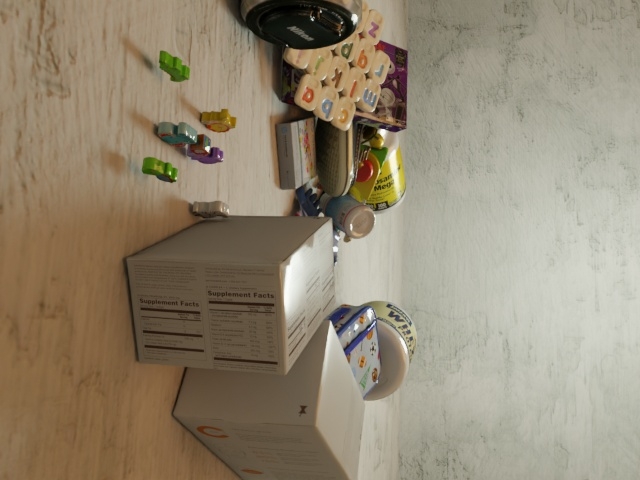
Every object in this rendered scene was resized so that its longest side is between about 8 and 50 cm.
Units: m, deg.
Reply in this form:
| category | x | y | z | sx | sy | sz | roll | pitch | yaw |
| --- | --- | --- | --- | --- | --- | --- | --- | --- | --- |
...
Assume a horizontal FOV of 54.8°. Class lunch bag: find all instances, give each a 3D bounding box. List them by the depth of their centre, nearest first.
| category | x | y | z | sx | sy | sz | roll | pitch | yaw |
| --- | --- | --- | --- | --- | --- | --- | --- | --- | --- |
| lunch bag | 0.044 | 0.296 | 1.514 | 0.303 | 0.115 | 0.242 | -34 | 124 | -54 |

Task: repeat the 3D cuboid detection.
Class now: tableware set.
| category | x | y | z | sx | sy | sz | roll | pitch | yaw |
| --- | --- | --- | --- | --- | --- | --- | --- | --- | --- |
| tableware set | 0.109 | -0.249 | 1.644 | 0.024 | 0.104 | 0.154 | 36 | 55 | -30 |

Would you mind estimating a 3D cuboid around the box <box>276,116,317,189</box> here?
| category | x | y | z | sx | sy | sz | roll | pitch | yaw |
| --- | --- | --- | --- | --- | --- | --- | --- | --- | --- |
| box | -0.051 | -0.202 | 1.409 | 0.186 | 0.038 | 0.145 | -47 | 135 | -70 |

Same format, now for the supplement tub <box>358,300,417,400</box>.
| category | x | y | z | sx | sy | sz | roll | pitch | yaw |
| --- | --- | --- | --- | --- | --- | --- | --- | --- | --- |
| supplement tub | 0.160 | 0.310 | 1.824 | 0.325 | 0.236 | 0.235 | -27 | 116 | -73 |

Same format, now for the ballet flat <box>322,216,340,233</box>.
| category | x | y | z | sx | sy | sz | roll | pitch | yaw |
| --- | --- | --- | --- | --- | --- | --- | --- | --- | --- |
| ballet flat | 0.000 | 0.000 | 1.582 | 0.213 | 0.072 | 0.068 | -59 | 173 | -62 |

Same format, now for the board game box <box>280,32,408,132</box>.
| category | x | y | z | sx | sy | sz | roll | pitch | yaw |
| --- | --- | --- | --- | --- | --- | --- | --- | --- | --- |
| board game box | 0.066 | -0.388 | 1.442 | 0.347 | 0.056 | 0.208 | 6 | 78 | -36 |

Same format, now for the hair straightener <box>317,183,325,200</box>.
| category | x | y | z | sx | sy | sz | roll | pitch | yaw |
| --- | --- | --- | --- | --- | --- | --- | --- | --- | --- |
| hair straightener | 0.032 | -0.146 | 1.734 | 0.230 | 0.047 | 0.088 | -68 | 158 | -65 |

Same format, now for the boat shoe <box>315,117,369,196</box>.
| category | x | y | z | sx | sy | sz | roll | pitch | yaw |
| --- | --- | --- | --- | --- | --- | --- | --- | --- | --- |
| boat shoe | 0.083 | -0.344 | 1.597 | 0.187 | 0.156 | 0.499 | 142 | -44 | -60 |

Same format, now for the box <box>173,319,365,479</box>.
| category | x | y | z | sx | sy | sz | roll | pitch | yaw |
| --- | --- | --- | --- | --- | --- | --- | --- | --- | --- |
| box | -0.062 | 0.282 | 1.027 | 0.345 | 0.215 | 0.168 | 71 | 24 | -52 |

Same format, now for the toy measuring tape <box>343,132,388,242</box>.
| category | x | y | z | sx | sy | sz | roll | pitch | yaw |
| --- | --- | --- | --- | --- | --- | --- | --- | --- | --- |
| toy measuring tape | 0.092 | -0.156 | 1.747 | 0.121 | 0.122 | 0.329 | -55 | 168 | -65 |

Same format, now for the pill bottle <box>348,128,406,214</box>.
| category | x | y | z | sx | sy | sz | roll | pitch | yaw |
| --- | --- | --- | --- | --- | --- | --- | --- | --- | --- |
| pill bottle | 0.156 | -0.249 | 1.900 | 0.333 | 0.188 | 0.187 | 70 | 24 | -51 |

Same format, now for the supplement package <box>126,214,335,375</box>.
| category | x | y | z | sx | sy | sz | roll | pitch | yaw |
| --- | --- | --- | --- | --- | --- | --- | --- | --- | --- |
| supplement package | -0.108 | 0.060 | 0.866 | 0.262 | 0.204 | 0.145 | -43 | 133 | -70 |

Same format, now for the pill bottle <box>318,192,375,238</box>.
| category | x | y | z | sx | sy | sz | roll | pitch | yaw |
| --- | --- | --- | --- | --- | --- | --- | --- | --- | --- |
| pill bottle | 0.062 | -0.070 | 1.565 | 0.160 | 0.087 | 0.087 | 38 | -37 | 51 |

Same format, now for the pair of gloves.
| category | x | y | z | sx | sy | sz | roll | pitch | yaw |
| --- | --- | --- | --- | --- | --- | --- | --- | --- | --- |
| pair of gloves | -0.009 | -0.035 | 1.471 | 0.198 | 0.023 | 0.159 | 59 | 25 | -17 |

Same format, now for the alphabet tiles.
| category | x | y | z | sx | sy | sz | roll | pitch | yaw |
| --- | --- | --- | --- | --- | --- | --- | --- | --- | --- |
| alphabet tiles | 0.043 | -0.395 | 1.341 | 0.284 | 0.021 | 0.277 | 20 | 87 | -44 |

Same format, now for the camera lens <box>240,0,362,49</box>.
| category | x | y | z | sx | sy | sz | roll | pitch | yaw |
| --- | --- | --- | --- | --- | --- | --- | --- | --- | --- |
| camera lens | -0.031 | -0.506 | 1.124 | 0.219 | 0.220 | 0.274 | 24 | 67 | -74 |

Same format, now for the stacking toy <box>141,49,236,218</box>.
| category | x | y | z | sx | sy | sz | roll | pitch | yaw |
| --- | --- | --- | --- | --- | --- | --- | --- | --- | --- |
| stacking toy | -0.187 | -0.139 | 0.882 | 0.221 | 0.052 | 0.166 | 41 | 49 | -68 |
